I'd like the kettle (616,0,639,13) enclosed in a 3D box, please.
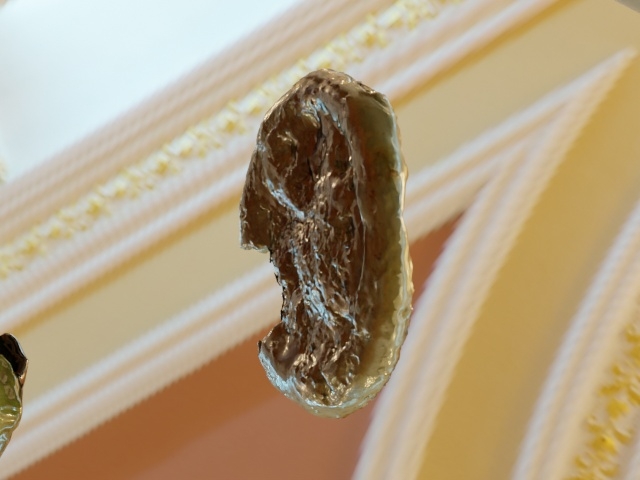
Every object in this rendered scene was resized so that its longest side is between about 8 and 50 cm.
[{"bbox_3d":[0.158,-0.254,0.848,0.376,0.361,0.250,31,-76,5],"label":"kettle"}]

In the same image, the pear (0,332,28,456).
[{"bbox_3d":[-0.270,0.082,0.564,0.238,0.255,0.164,-51,-121,16],"label":"pear"}]

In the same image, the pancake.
[{"bbox_3d":[0.000,0.000,1.172,0.253,0.037,0.254,4,-86,64],"label":"pancake"}]
